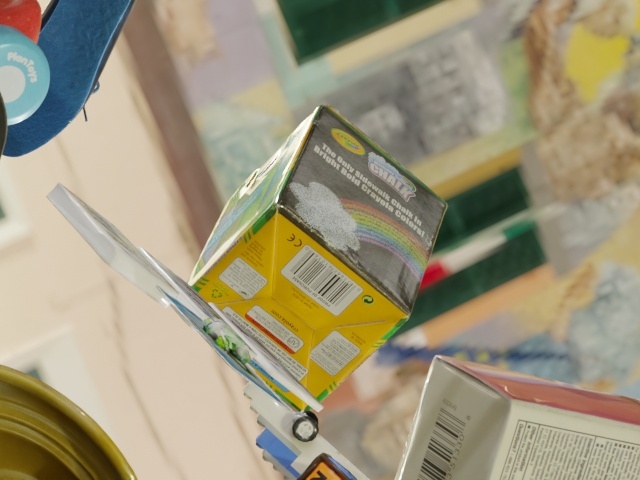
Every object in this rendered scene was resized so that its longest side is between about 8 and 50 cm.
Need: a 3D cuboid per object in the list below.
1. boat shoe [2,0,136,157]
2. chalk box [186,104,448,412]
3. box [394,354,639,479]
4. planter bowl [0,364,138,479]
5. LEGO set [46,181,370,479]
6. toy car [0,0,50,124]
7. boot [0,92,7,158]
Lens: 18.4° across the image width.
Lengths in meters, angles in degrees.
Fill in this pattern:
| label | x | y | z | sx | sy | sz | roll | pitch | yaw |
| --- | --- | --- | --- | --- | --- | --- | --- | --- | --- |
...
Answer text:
| label | x | y | z | sx | sy | sz | roll | pitch | yaw |
| --- | --- | --- | --- | --- | --- | --- | --- | --- | --- |
| boat shoe | -0.247 | -0.192 | 1.999 | 0.109 | 0.258 | 0.089 | 39 | 17 | -8 |
| chalk box | 0.000 | 0.000 | 1.500 | 0.132 | 0.132 | 0.213 | 39 | 31 | -10 |
| box | 0.189 | 0.192 | 1.536 | 0.127 | 0.232 | 0.148 | 28 | -78 | 61 |
| planter bowl | -0.172 | 0.166 | 0.955 | 0.217 | 0.217 | 0.090 | 62 | 4 | 10 |
| LEGO set | -0.036 | 0.084 | 0.963 | 0.182 | 0.060 | 0.244 | 41 | 1 | -43 |
| toy car | -0.276 | -0.246 | 1.521 | 0.210 | 0.238 | 0.219 | 29 | 4 | -34 |
| boot | -0.276 | -0.111 | 1.020 | 0.179 | 0.085 | 0.236 | 11 | -31 | 18 |
